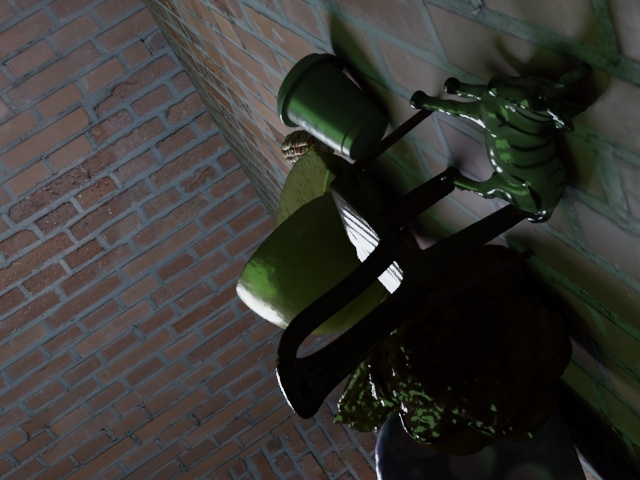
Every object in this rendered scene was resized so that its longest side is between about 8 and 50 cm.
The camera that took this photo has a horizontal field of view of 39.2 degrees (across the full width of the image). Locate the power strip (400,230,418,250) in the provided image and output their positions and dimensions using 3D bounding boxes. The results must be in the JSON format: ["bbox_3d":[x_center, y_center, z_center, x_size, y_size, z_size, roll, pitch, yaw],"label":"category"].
[{"bbox_3d":[0.138,0.010,1.621,0.049,0.028,0.178,56,173,-3],"label":"power strip"}]

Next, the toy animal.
[{"bbox_3d":[0.172,-0.085,0.780,0.176,0.073,0.217,28,158,45],"label":"toy animal"}]

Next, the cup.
[{"bbox_3d":[0.020,-0.181,1.248,0.141,0.120,0.120,40,168,19],"label":"cup"}]

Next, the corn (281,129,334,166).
[{"bbox_3d":[-0.022,-0.174,1.710,0.079,0.079,0.237,58,170,-13],"label":"corn"}]

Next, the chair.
[{"bbox_3d":[0.057,0.026,1.015,0.183,0.326,0.175,51,170,34],"label":"chair"}]

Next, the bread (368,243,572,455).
[{"bbox_3d":[0.182,0.148,1.086,0.135,0.247,0.232,40,-165,-46],"label":"bread"}]

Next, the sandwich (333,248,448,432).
[{"bbox_3d":[0.117,0.142,1.356,0.087,0.226,0.251,23,-148,5],"label":"sandwich"}]

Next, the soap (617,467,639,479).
[{"bbox_3d":[0.442,0.390,1.123,0.122,0.065,0.203,60,173,-25],"label":"soap"}]

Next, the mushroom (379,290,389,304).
[{"bbox_3d":[0.153,0.120,1.661,0.166,0.127,0.166,33,178,1],"label":"mushroom"}]

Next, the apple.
[{"bbox_3d":[0.016,0.013,1.490,0.233,0.257,0.295,30,-146,-7],"label":"apple"}]

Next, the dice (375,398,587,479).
[{"bbox_3d":[0.245,0.371,1.288,0.270,0.270,0.271,61,-167,-47],"label":"dice"}]
